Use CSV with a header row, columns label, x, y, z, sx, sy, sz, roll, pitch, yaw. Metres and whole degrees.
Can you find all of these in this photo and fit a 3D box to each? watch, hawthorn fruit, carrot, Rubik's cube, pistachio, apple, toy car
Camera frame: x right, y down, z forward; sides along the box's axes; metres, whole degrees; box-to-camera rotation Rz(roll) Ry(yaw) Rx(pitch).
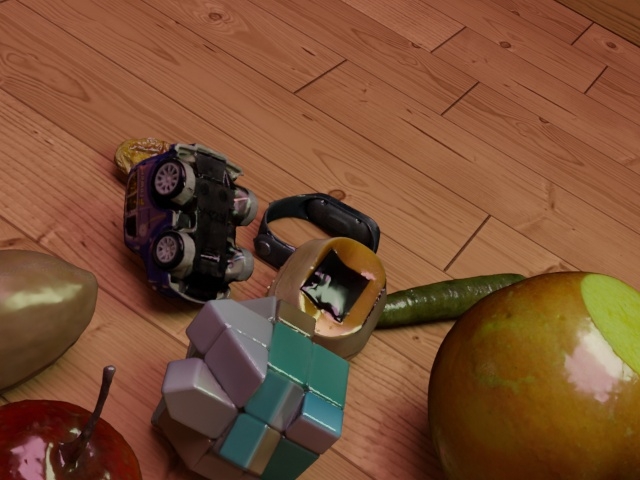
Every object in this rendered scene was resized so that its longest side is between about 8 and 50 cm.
label,x,y,z,sx,sy,sz,roll,pitch,yaw
watch,0.000,0.000,1.645,0.206,0.068,0.193,32,41,17
hawthorn fruit,-0.304,0.283,1.017,0.231,0.263,0.235,-4,69,-1
carrot,0.206,0.103,1.630,0.358,0.074,0.074,-5,46,-29
Rubik's cube,-0.103,0.198,1.231,0.213,0.224,0.265,31,33,-16
pistachio,-0.424,0.104,1.217,0.293,0.162,0.181,-17,80,-41
apple,0.340,0.232,1.302,0.384,0.374,0.374,-5,43,-9
toy car,-0.210,-0.019,1.470,0.172,0.158,0.235,18,70,-52

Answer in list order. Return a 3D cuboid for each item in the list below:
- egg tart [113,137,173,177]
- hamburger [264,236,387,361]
label,x,y,z,sx,sy,sz,roll,pitch,yaw
egg tart,-0.288,-0.128,1.654,0.130,0.052,0.130,14,40,-12
hamburger,0.010,0.089,1.485,0.173,0.116,0.210,32,52,-2
